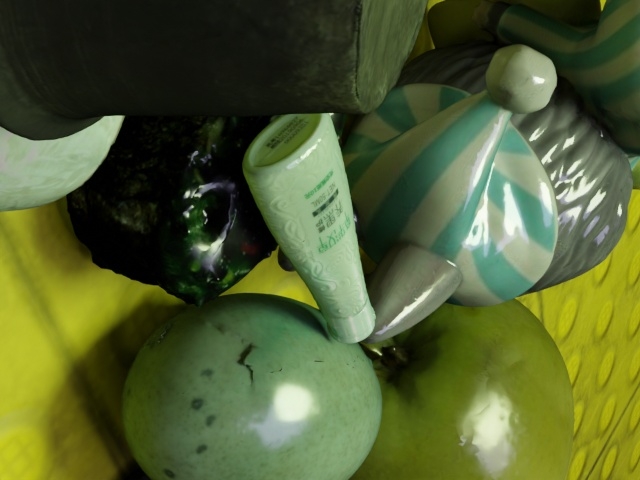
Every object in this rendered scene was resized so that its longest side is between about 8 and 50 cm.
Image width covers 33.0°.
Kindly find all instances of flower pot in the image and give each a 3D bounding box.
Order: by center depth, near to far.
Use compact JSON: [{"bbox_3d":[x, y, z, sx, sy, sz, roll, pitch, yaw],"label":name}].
[{"bbox_3d":[-0.029,-0.135,0.426,0.235,0.148,0.235,18,90,-78],"label":"flower pot"}]

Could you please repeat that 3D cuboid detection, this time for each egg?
[{"bbox_3d":[-0.049,0.124,0.821,0.236,0.169,0.169,13,94,-61],"label":"egg"}]

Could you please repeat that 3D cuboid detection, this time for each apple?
[{"bbox_3d":[0.123,0.179,1.054,0.295,0.233,0.258,-59,149,-20],"label":"apple"}]

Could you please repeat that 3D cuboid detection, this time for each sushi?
[{"bbox_3d":[-0.066,-0.062,0.746,0.225,0.127,0.124,-58,146,-25],"label":"sushi"}]

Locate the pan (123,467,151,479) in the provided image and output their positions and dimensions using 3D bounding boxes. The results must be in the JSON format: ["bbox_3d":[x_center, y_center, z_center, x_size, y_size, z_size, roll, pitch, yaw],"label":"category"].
[{"bbox_3d":[-0.140,0.285,0.895,0.136,0.028,0.235,-23,121,-50],"label":"pan"}]

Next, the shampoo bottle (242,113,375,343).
[{"bbox_3d":[0.000,0.000,0.721,0.069,0.041,0.191,-49,143,-26],"label":"shampoo bottle"}]

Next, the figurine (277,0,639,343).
[{"bbox_3d":[0.165,-0.037,0.885,0.266,0.361,0.378,45,57,-15],"label":"figurine"}]

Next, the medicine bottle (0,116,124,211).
[{"bbox_3d":[-0.188,-0.090,0.522,0.143,0.147,0.147,8,98,-56],"label":"medicine bottle"}]
